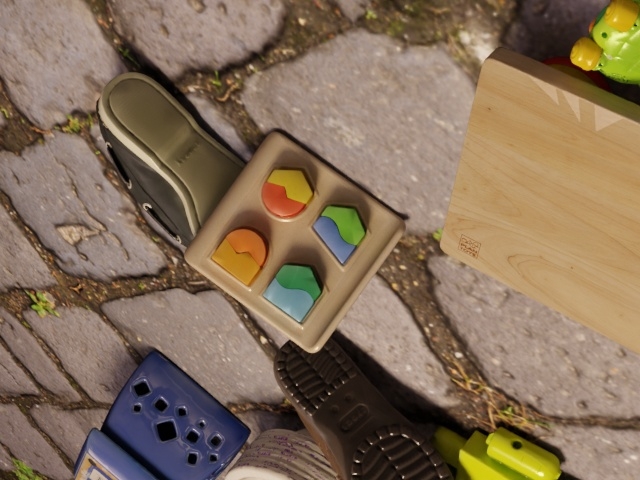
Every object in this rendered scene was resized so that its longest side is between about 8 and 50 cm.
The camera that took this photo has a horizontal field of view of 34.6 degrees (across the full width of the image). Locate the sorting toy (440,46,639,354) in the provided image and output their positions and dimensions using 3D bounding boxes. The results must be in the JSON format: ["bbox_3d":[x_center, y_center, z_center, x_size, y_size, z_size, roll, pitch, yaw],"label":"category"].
[{"bbox_3d":[0.262,-0.043,0.958,0.257,0.089,0.255,29,142,19],"label":"sorting toy"}]

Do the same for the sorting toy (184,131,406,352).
[{"bbox_3d":[-0.034,-0.001,1.214,0.208,0.193,0.038,36,-179,12],"label":"sorting toy"}]

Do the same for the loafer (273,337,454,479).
[{"bbox_3d":[0.074,0.288,1.433,0.366,0.134,0.130,56,173,17],"label":"loafer"}]

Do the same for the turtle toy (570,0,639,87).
[{"bbox_3d":[0.269,-0.177,0.831,0.095,0.066,0.130,22,143,-11],"label":"turtle toy"}]

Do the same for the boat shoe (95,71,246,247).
[{"bbox_3d":[-0.168,-0.057,1.322,0.340,0.127,0.113,45,150,-8],"label":"boat shoe"}]

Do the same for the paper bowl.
[{"bbox_3d":[-0.001,0.412,1.631,0.284,0.148,0.284,26,141,23],"label":"paper bowl"}]

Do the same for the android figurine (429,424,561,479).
[{"bbox_3d":[0.267,0.358,1.397,0.273,0.056,0.248,27,141,26],"label":"android figurine"}]

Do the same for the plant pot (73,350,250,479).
[{"bbox_3d":[-0.297,0.377,1.820,0.236,0.212,0.236,40,145,3],"label":"plant pot"}]
